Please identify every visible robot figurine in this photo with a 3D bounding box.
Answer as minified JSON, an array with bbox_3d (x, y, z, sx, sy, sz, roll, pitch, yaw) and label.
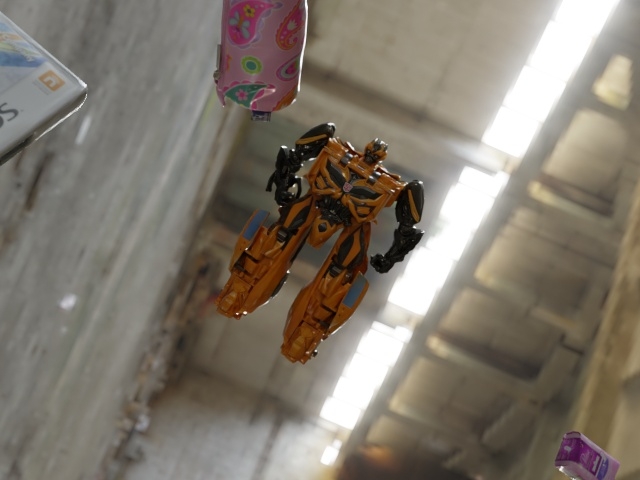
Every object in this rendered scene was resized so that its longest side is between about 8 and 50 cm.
[{"bbox_3d":[0.000,0.000,1.868,0.291,0.211,0.085,-59,173,15],"label":"robot figurine"}]

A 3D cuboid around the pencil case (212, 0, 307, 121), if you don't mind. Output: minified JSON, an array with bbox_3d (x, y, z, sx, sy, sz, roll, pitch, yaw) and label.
[{"bbox_3d":[-0.077,-0.296,1.910,0.124,0.124,0.284,-69,169,-45],"label":"pencil case"}]

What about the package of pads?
[{"bbox_3d":[0.332,0.278,1.852,0.032,0.083,0.050,-14,-135,53],"label":"package of pads"}]

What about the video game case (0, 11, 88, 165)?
[{"bbox_3d":[-0.410,-0.160,1.266,0.300,0.329,0.036,-46,174,-44],"label":"video game case"}]
